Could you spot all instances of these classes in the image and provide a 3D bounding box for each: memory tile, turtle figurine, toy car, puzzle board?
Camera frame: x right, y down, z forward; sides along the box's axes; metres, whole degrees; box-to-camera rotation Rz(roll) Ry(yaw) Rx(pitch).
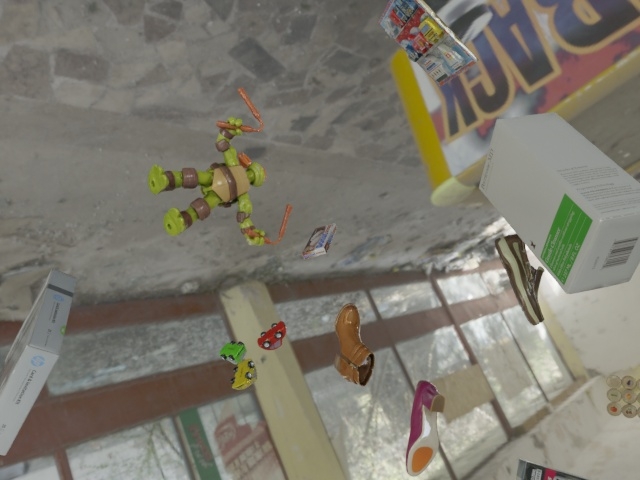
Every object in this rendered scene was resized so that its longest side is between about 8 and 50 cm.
[{"bbox_3d":[0.848,0.422,1.530,0.148,0.113,0.012,-2,166,37],"label":"memory tile"},{"bbox_3d":[-0.167,-0.103,0.932,0.217,0.269,0.087,-22,-163,-40],"label":"turtle figurine"},{"bbox_3d":[-0.215,0.338,1.681,0.225,0.053,0.239,-5,-141,49],"label":"toy car"},{"bbox_3d":[0.099,-0.194,0.556,0.011,0.096,0.128,-45,-174,3],"label":"puzzle board"}]

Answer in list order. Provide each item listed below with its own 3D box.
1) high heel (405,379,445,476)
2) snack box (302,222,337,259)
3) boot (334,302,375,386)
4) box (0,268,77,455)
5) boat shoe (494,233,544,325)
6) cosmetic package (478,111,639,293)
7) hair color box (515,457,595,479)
[{"bbox_3d":[0.266,0.505,1.548,0.082,0.243,0.117,9,-175,-16],"label":"high heel"},{"bbox_3d":[0.000,0.000,1.552,0.064,0.022,0.178,-16,-161,17],"label":"snack box"},{"bbox_3d":[0.095,0.269,1.472,0.073,0.196,0.152,3,-177,-21],"label":"boot"},{"bbox_3d":[-0.352,0.137,0.693,0.038,0.186,0.145,27,102,-24],"label":"box"},{"bbox_3d":[0.565,0.098,1.554,0.095,0.257,0.095,-21,167,11],"label":"boat shoe"},{"bbox_3d":[0.494,-0.090,1.176,0.155,0.365,0.196,-10,131,-14],"label":"cosmetic package"},{"bbox_3d":[0.678,0.695,1.423,0.375,0.185,0.113,13,166,12],"label":"hair color box"}]
